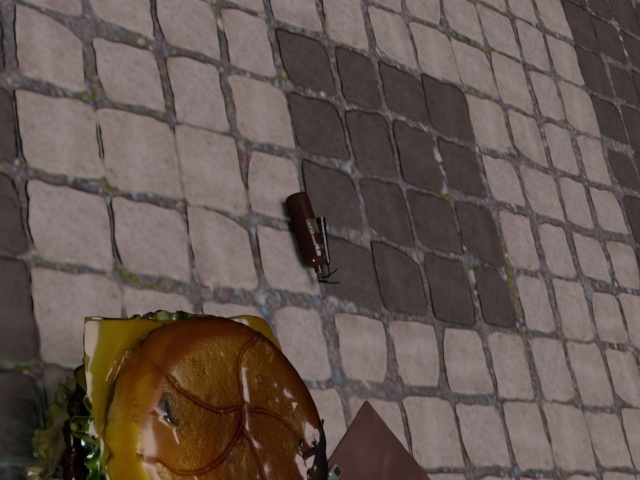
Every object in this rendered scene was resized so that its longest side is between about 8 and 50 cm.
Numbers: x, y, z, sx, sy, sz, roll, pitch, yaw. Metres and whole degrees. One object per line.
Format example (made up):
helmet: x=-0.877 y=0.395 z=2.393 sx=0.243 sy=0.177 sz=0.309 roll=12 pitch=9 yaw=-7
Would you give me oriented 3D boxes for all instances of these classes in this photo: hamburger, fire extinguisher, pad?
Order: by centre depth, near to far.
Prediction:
hamburger: x=-0.099 y=0.163 z=0.877 sx=0.262 sy=0.139 sz=0.243 roll=6 pitch=66 yaw=-46
pad: x=0.080 y=0.255 z=1.127 sx=0.188 sy=0.006 sz=0.113 roll=52 pitch=39 yaw=-12
fire extinguisher: x=-0.005 y=0.002 z=1.174 sx=0.046 sy=0.032 sz=0.100 roll=50 pitch=22 yaw=-75
